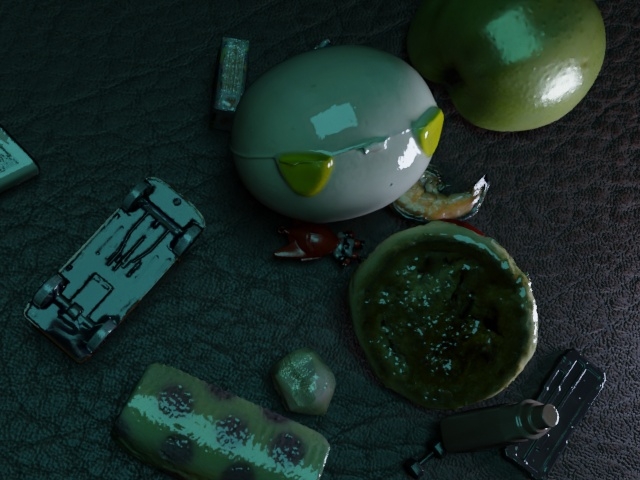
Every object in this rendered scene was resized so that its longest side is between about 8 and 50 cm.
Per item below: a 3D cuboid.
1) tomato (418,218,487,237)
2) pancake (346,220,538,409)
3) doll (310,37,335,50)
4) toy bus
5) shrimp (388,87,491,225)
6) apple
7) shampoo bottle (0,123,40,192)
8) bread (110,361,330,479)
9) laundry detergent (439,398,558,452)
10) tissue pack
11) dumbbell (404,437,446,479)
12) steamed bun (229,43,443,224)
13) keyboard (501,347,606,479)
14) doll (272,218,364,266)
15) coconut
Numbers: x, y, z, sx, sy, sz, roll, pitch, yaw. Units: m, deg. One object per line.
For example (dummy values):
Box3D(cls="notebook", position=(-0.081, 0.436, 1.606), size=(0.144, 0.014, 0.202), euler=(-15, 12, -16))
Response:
Box3D(cls="tomato", position=(0.241, 0.051, 1.850), size=(0.195, 0.136, 0.195), euler=(3, 75, -11))
Box3D(cls="pancake", position=(0.215, 0.136, 1.760), size=(0.356, 0.065, 0.356), euler=(2, 105, 9))
Box3D(cls="doll", position=(0.047, -0.329, 1.938), size=(0.152, 0.085, 0.114), euler=(43, 54, 11))
Box3D(cls="toy bus", position=(-0.349, 0.051, 1.708), size=(0.143, 0.153, 0.329), euler=(40, 72, -2))
Box3D(cls="shrimp", position=(0.234, -0.162, 1.949), size=(0.222, 0.054, 0.290), euler=(11, 73, -9))
Box3D(cls="apple", position=(0.378, -0.402, 2.002), size=(0.360, 0.320, 0.312), euler=(-37, 129, -21))
Box3D(cls="shampoo bottle", position=(-0.647, -0.091, 1.723), size=(0.284, 0.071, 0.153), euler=(-42, 90, -17))
Box3D(cls="bread", position=(-0.172, 0.337, 1.652), size=(0.338, 0.187, 0.155), euler=(26, 66, -5))
Box3D(cls="laundry detergent", position=(0.343, 0.319, 1.747), size=(0.171, 0.237, 0.076), euler=(0, 73, -37))
Box3D(cls="tissue pack", position=(-0.171, -0.291, 1.862), size=(0.060, 0.108, 0.148), euler=(7, 74, -9))
Box3D(cls="dumbbell", position=(0.191, 0.395, 1.799), size=(0.083, 0.040, 0.036), euler=(-36, 118, -19))
Box3D(cls="steamed bun", position=(0.025, -0.190, 1.760), size=(0.373, 0.334, 0.334), euler=(-21, 81, -17))
Box3D(cls="keyboard", position=(0.443, 0.328, 1.885), size=(0.106, 0.016, 0.262), euler=(39, 70, -1))
Box3D(cls="doll", position=(0.000, 0.000, 1.850), size=(0.169, 0.057, 0.109), euler=(14, 71, -8))
Box3D(cls="coconut", position=(-0.028, 0.257, 1.751), size=(0.110, 0.110, 0.124), euler=(-28, 77, -18))
